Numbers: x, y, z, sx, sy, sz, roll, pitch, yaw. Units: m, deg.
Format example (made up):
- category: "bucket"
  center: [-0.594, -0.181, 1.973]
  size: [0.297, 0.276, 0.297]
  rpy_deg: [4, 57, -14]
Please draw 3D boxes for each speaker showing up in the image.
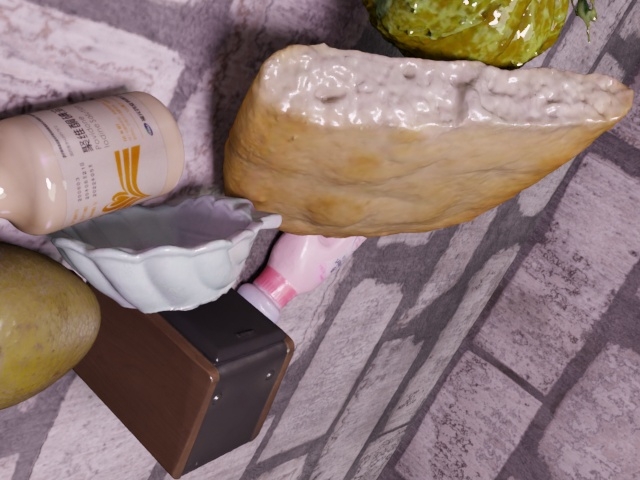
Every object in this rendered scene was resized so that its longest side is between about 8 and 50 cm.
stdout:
- category: "speaker"
  center: [-0.180, 0.142, 0.941]
  size: [0.153, 0.231, 0.192]
  rpy_deg: [-13, 133, -52]

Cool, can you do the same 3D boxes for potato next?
- category: "potato"
  center: [-0.321, 0.083, 0.737]
  size: [0.174, 0.159, 0.251]
  rpy_deg: [-30, 169, 23]

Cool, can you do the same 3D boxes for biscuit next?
- category: "biscuit"
  center: [0.081, -0.092, 0.953]
  size: [0.429, 0.104, 0.446]
  rpy_deg: [2, 159, -23]

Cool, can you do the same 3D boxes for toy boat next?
- category: "toy boat"
  center: [-0.166, 0.011, 0.835]
  size: [0.290, 0.199, 0.100]
  rpy_deg: [-18, 118, -53]

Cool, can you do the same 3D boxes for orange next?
- category: "orange"
  center: [0.157, -0.324, 0.884]
  size: [0.301, 0.300, 0.223]
  rpy_deg: [-12, 171, -41]

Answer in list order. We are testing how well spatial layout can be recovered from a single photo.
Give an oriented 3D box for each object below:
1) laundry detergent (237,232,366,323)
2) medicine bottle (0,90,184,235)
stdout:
- category: "laundry detergent"
  center: [0.000, 0.000, 1.217]
  size: [0.335, 0.088, 0.159]
  rpy_deg: [-46, 148, -14]
- category: "medicine bottle"
  center: [-0.257, -0.066, 0.705]
  size: [0.252, 0.114, 0.114]
  rpy_deg: [-25, 141, -42]
